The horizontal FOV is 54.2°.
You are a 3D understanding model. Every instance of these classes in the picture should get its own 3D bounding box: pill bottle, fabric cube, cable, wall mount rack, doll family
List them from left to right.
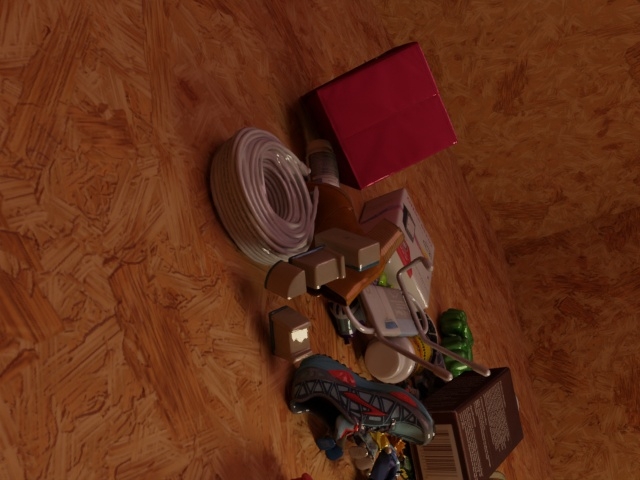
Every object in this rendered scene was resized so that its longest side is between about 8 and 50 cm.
[{"bbox_3d":[-0.101,-0.082,1.148,0.257,0.089,0.257,49,32,-40],"label":"cable"},{"bbox_3d":[0.002,-0.162,1.453,0.078,0.078,0.137,39,38,-51],"label":"pill bottle"},{"bbox_3d":[0.133,-0.298,1.518,0.259,0.258,0.254,65,-4,-14],"label":"fabric cube"},{"bbox_3d":[0.108,0.401,1.176,0.263,0.118,0.163,65,23,-11],"label":"doll family"},{"bbox_3d":[0.178,0.263,1.446,0.215,0.117,0.117,6,66,-64],"label":"pill bottle"},{"bbox_3d":[0.201,0.169,1.315,0.350,0.130,0.304,12,50,-54],"label":"wall mount rack"}]

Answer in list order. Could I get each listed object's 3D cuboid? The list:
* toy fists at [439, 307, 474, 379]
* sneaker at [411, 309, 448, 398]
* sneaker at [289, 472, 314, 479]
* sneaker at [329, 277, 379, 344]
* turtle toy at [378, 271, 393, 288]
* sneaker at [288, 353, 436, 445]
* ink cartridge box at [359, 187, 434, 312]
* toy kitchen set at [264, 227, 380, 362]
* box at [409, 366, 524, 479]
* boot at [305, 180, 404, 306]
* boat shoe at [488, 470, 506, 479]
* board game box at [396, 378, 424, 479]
[{"bbox_3d":[0.440,0.332,2.002,0.142,0.096,0.279,56,28,-27],"label":"toy fists"},{"bbox_3d":[0.273,0.308,1.668,0.122,0.110,0.283,-36,113,-75],"label":"sneaker"},{"bbox_3d":[-0.058,0.417,0.847,0.136,0.116,0.314,62,15,8],"label":"sneaker"},{"bbox_3d":[0.078,0.143,1.403,0.223,0.083,0.098,-41,128,-59],"label":"sneaker"},{"bbox_3d":[0.144,0.138,1.519,0.095,0.066,0.130,-2,102,-67],"label":"turtle toy"},{"bbox_3d":[0.063,0.303,1.069,0.125,0.261,0.104,-55,160,-48],"label":"sneaker"},{"bbox_3d":[0.201,0.028,1.674,0.226,0.131,0.306,60,26,-21],"label":"ink cartridge box"},{"bbox_3d":[-0.008,0.092,1.102,0.207,0.122,0.166,-19,115,-35],"label":"toy kitchen set"},{"bbox_3d":[0.353,0.443,1.499,0.381,0.143,0.191,-7,85,-54],"label":"box"},{"bbox_3d":[0.001,0.001,1.261,0.211,0.295,0.104,-42,142,-25],"label":"boot"},{"bbox_3d":[0.392,0.657,1.623,0.324,0.122,0.120,31,49,-45],"label":"boat shoe"},{"bbox_3d":[0.217,0.457,1.492,0.136,0.030,0.260,57,26,-33],"label":"board game box"}]
